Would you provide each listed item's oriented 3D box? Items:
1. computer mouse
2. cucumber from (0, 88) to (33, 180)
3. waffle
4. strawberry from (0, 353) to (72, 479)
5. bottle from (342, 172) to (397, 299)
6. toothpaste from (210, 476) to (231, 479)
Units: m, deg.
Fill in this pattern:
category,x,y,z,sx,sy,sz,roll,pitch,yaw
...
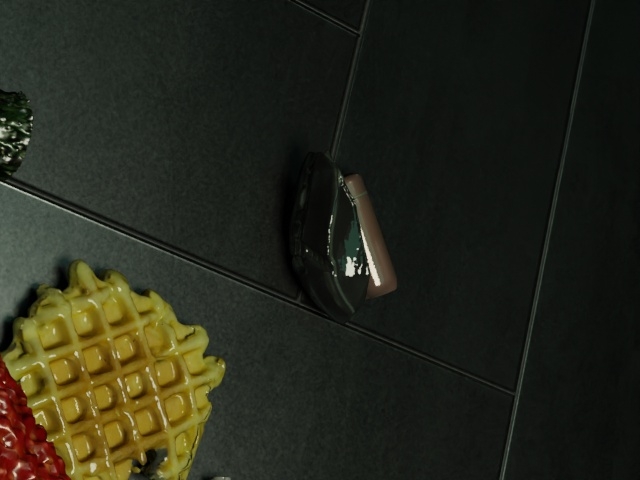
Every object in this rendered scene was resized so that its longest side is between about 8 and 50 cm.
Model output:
category,x,y,z,sx,sy,sz,roll,pitch,yaw
computer mouse,0.000,0.000,2.029,0.062,0.106,0.192,-13,97,-25
cucumber,-0.444,-0.136,1.732,0.359,0.096,0.096,13,75,-32
waffle,-0.219,0.161,1.873,0.250,0.056,0.261,32,67,-28
strawberry,-0.367,0.229,1.657,0.292,0.292,0.343,-11,66,-37
bottle,0.043,-0.005,2.091,0.053,0.053,0.140,-23,97,-37
toothpaste,-0.103,0.370,1.932,0.078,0.047,0.248,5,82,-34
